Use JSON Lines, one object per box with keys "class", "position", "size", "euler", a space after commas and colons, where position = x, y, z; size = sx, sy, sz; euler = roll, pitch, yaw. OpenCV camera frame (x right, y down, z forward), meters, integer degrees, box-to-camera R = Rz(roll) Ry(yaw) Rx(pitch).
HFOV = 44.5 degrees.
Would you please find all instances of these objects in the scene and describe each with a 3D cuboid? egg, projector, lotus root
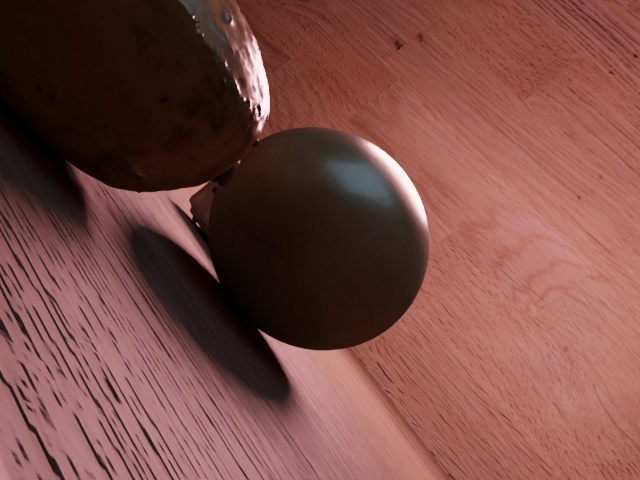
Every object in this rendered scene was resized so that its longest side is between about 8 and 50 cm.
{"class": "egg", "position": [0.000, 0.000, 0.680], "size": [0.186, 0.187, 0.253], "euler": [51, -5, 25]}
{"class": "projector", "position": [-0.076, 0.013, 0.870], "size": [0.147, 0.061, 0.115], "euler": [51, 0, 34]}
{"class": "lotus root", "position": [-0.137, -0.144, 0.421], "size": [0.160, 0.146, 0.284], "euler": [17, -37, 52]}
